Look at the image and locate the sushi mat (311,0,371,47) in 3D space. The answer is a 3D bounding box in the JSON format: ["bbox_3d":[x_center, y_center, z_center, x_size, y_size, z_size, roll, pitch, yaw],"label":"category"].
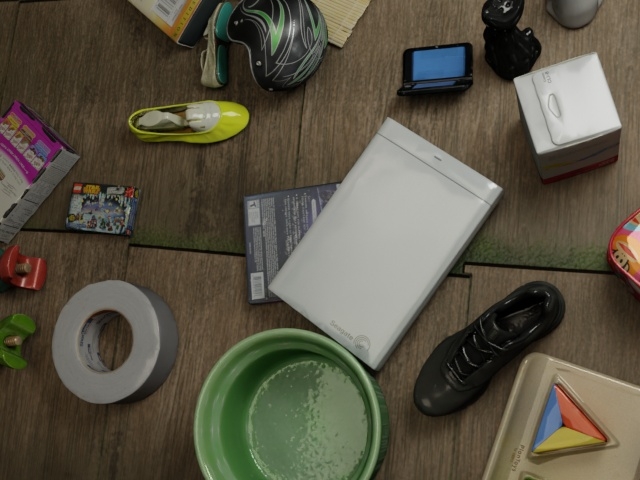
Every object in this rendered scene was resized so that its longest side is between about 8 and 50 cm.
[{"bbox_3d":[-0.047,-0.483,1.570,0.316,0.019,0.151,31,91,20],"label":"sushi mat"}]

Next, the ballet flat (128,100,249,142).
[{"bbox_3d":[-0.248,-0.220,1.550,0.230,0.077,0.077,-3,78,17],"label":"ballet flat"}]

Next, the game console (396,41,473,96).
[{"bbox_3d":[0.194,-0.290,1.430,0.122,0.107,0.071,-3,107,18],"label":"game console"}]

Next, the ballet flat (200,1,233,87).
[{"bbox_3d":[-0.200,-0.368,1.577,0.052,0.057,0.168,0,79,27],"label":"ballet flat"}]

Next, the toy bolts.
[{"bbox_3d":[-0.636,0.109,1.558,0.158,0.218,0.229,-5,60,23],"label":"toy bolts"}]

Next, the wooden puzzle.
[{"bbox_3d":[0.416,0.364,1.225,0.347,0.080,0.322,18,85,20],"label":"wooden puzzle"}]

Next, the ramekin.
[{"bbox_3d":[-0.035,0.296,1.344,0.303,0.148,0.304,-4,78,17],"label":"ramekin"}]

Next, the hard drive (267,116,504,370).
[{"bbox_3d":[0.103,0.002,1.387,0.233,0.047,0.353,36,92,20],"label":"hard drive"}]

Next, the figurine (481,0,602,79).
[{"bbox_3d":[0.345,-0.373,1.322,0.215,0.209,0.092,-39,71,7],"label":"figurine"}]

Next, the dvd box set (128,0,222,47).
[{"bbox_3d":[-0.315,-0.615,1.620,0.420,0.062,0.308,42,109,20],"label":"dvd box set"}]

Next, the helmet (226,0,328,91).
[{"bbox_3d":[-0.067,-0.350,1.477,0.169,0.169,0.161,-45,61,5],"label":"helmet"}]

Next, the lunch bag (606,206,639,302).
[{"bbox_3d":[0.591,0.033,1.213,0.258,0.120,0.293,-40,70,6],"label":"lunch bag"}]

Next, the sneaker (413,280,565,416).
[{"bbox_3d":[0.248,0.160,1.293,0.286,0.130,0.109,-45,72,6],"label":"sneaker"}]

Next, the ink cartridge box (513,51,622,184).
[{"bbox_3d":[0.378,-0.182,1.292,0.127,0.176,0.128,-17,75,14],"label":"ink cartridge box"}]

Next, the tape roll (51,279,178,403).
[{"bbox_3d":[-0.369,0.183,1.513,0.219,0.072,0.219,-3,79,17],"label":"tape roll"}]

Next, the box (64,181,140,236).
[{"bbox_3d":[-0.413,-0.059,1.598,0.137,0.027,0.094,5,80,19],"label":"box"}]

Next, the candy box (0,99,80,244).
[{"bbox_3d":[-0.604,-0.132,1.649,0.159,0.071,0.233,43,93,20],"label":"candy box"}]

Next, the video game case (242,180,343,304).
[{"bbox_3d":[0.000,0.000,1.458,0.274,0.026,0.196,-7,77,15],"label":"video game case"}]
